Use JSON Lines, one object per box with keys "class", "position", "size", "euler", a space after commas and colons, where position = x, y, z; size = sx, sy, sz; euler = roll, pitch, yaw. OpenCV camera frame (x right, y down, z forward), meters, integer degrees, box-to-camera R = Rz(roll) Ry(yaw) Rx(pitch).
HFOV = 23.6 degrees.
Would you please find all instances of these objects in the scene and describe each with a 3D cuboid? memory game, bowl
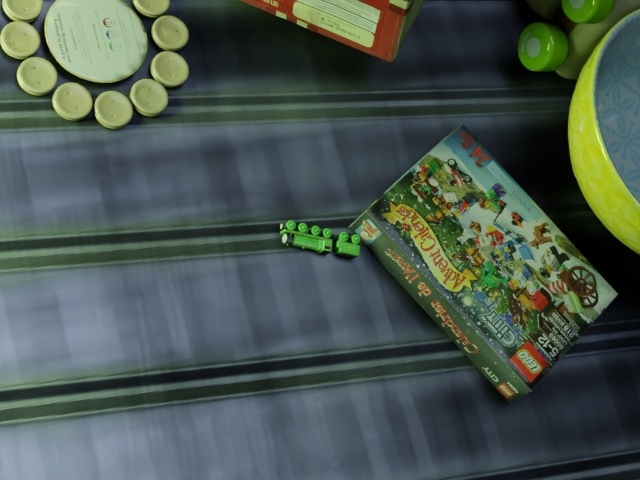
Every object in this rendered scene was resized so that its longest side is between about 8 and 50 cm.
{"class": "memory game", "position": [-0.209, -0.189, 1.435], "size": [0.186, 0.012, 0.186], "euler": [9, 66, -21]}
{"class": "bowl", "position": [0.360, -0.080, 1.568], "size": [0.289, 0.156, 0.289], "euler": [10, 64, -21]}

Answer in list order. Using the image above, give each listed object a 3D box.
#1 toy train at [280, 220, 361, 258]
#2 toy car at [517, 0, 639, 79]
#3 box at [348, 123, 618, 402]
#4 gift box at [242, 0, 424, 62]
{"class": "toy train", "position": [0.000, 0.000, 1.448], "size": [0.083, 0.017, 0.023], "euler": [12, 75, -20]}
{"class": "toy car", "position": [0.271, -0.281, 1.634], "size": [0.155, 0.149, 0.188], "euler": [-3, 58, -39]}
{"class": "box", "position": [0.162, 0.020, 1.498], "size": [0.233, 0.044, 0.159], "euler": [47, 57, 0]}
{"class": "gift box", "position": [0.024, -0.358, 1.485], "size": [0.255, 0.276, 0.258], "euler": [26, 63, 2]}
